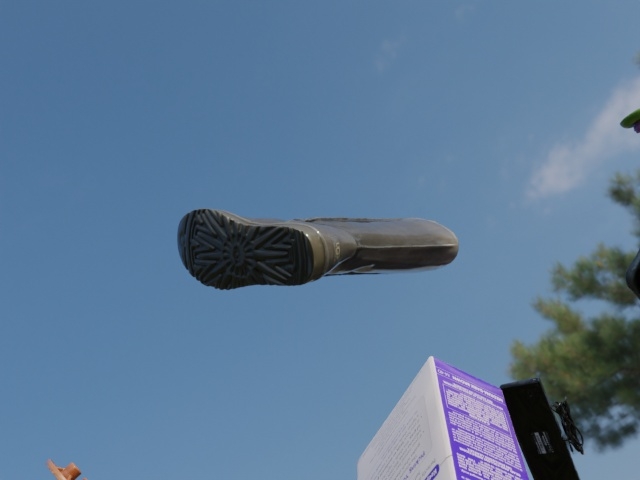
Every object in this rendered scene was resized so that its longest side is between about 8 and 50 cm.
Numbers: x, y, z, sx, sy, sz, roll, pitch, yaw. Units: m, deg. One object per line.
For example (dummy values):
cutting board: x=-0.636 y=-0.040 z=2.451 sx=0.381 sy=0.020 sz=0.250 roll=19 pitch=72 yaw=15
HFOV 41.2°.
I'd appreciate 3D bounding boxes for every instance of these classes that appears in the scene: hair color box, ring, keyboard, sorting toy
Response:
hair color box: x=0.126 y=0.292 z=0.875 sx=0.110 sy=0.339 sz=0.185 roll=27 pitch=-68 yaw=-9
ring: x=-0.266 y=0.428 z=1.195 sx=0.032 sy=0.337 sz=0.336 roll=-42 pitch=-32 yaw=-22
keyboard: x=0.340 y=0.287 z=1.248 sx=0.100 sy=0.192 sz=0.038 roll=-18 pitch=7 yaw=39
sorting toy: x=0.464 y=-0.163 z=1.193 sx=0.061 sy=0.042 sz=0.102 roll=-35 pitch=-16 yaw=33

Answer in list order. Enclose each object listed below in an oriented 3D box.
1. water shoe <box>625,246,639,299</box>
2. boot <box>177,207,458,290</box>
water shoe: x=0.237 y=-0.045 z=0.489 sx=0.080 sy=0.073 sz=0.203 roll=-17 pitch=-55 yaw=-36
boot: x=-0.001 y=0.002 z=0.797 sx=0.209 sy=0.190 sz=0.076 roll=-13 pitch=-70 yaw=-50
